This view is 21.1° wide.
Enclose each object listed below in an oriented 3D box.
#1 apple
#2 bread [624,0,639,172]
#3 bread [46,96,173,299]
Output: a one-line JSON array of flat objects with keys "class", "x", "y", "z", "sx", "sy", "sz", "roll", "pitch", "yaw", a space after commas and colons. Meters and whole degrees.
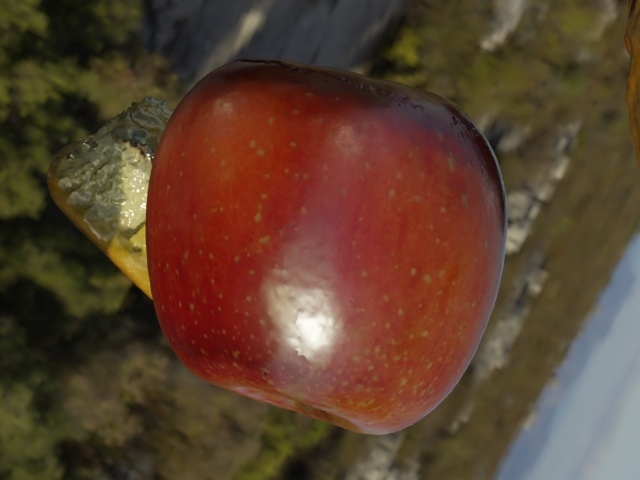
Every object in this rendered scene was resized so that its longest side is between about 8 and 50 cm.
[{"class": "apple", "x": 0.000, "y": 0.000, "z": 0.845, "sx": 0.181, "sy": 0.181, "sz": 0.169, "roll": 49, "pitch": 58, "yaw": -78}, {"class": "bread", "x": 0.287, "y": -0.170, "z": 1.058, "sx": 0.179, "sy": 0.194, "sz": 0.340, "roll": 77, "pitch": 19, "yaw": -76}, {"class": "bread", "x": -0.120, "y": -0.019, "z": 1.520, "sx": 0.121, "sy": 0.245, "sz": 0.174, "roll": -50, "pitch": 179, "yaw": 17}]
